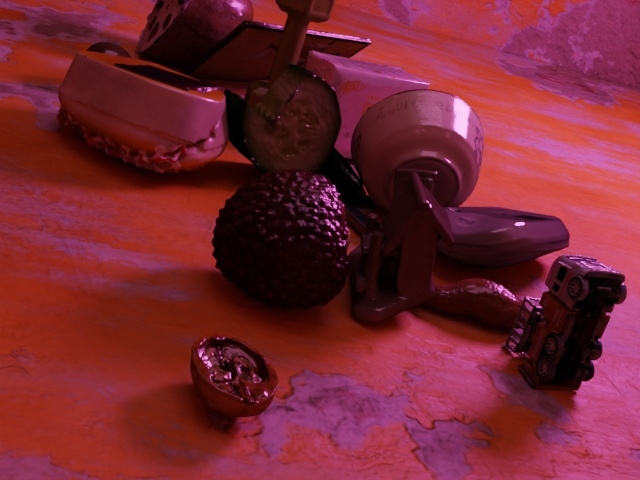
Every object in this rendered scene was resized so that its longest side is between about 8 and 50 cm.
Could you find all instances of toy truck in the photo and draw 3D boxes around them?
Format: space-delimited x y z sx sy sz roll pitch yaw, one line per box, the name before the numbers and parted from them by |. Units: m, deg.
toy truck | 0.321 0.099 1.234 0.080 0.177 0.115 8 24 -25

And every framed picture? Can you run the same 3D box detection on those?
framed picture | -0.093 -0.396 2.024 0.339 0.255 0.014 -1 75 -40

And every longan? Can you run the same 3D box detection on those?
longan | -0.399 -0.309 1.733 0.106 0.106 0.119 20 62 4

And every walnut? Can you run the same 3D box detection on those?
walnut | -0.095 0.149 0.975 0.091 0.052 0.121 8 27 -26

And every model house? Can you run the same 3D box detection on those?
model house | 0.113 -0.008 1.295 0.122 0.188 0.229 12 25 -3

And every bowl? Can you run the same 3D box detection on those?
bowl | 0.169 -0.127 1.594 0.238 0.238 0.126 14 39 -10

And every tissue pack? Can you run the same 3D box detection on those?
tissue pack | 0.071 -0.255 1.830 0.225 0.185 0.124 3 24 -32

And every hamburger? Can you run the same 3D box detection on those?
hamburger | -0.287 -0.208 1.517 0.295 0.151 0.227 23 19 31

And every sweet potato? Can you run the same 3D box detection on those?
sweet potato | 0.213 0.081 1.338 0.226 0.068 0.068 16 23 -5

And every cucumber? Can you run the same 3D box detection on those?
cucumber | -0.061 -0.195 1.579 0.191 0.191 0.130 4 25 -31
cucumber | 0.003 -0.148 1.675 0.056 0.056 0.284 3 24 -32

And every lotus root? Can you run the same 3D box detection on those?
lotus root | -0.262 -0.483 2.044 0.192 0.272 0.272 21 20 -27

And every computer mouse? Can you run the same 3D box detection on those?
computer mouse | 0.294 -0.005 1.553 0.197 0.095 0.331 17 11 34

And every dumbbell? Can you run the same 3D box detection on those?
dumbbell | -0.064 -0.373 1.844 0.121 0.302 0.108 0 29 -41

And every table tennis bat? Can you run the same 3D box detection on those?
table tennis bat | 0.031 -0.065 1.583 0.173 0.022 0.301 2 27 -34

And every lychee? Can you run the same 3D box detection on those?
lychee | -0.052 -0.003 1.202 0.188 0.188 0.188 15 23 -7

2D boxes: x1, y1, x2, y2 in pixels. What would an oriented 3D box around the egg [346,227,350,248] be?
egg | 0.000 0.000 1.353 0.083 0.071 0.071 18 23 9
